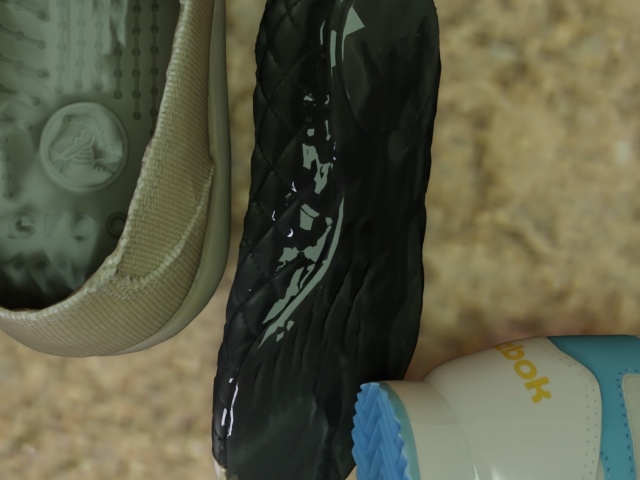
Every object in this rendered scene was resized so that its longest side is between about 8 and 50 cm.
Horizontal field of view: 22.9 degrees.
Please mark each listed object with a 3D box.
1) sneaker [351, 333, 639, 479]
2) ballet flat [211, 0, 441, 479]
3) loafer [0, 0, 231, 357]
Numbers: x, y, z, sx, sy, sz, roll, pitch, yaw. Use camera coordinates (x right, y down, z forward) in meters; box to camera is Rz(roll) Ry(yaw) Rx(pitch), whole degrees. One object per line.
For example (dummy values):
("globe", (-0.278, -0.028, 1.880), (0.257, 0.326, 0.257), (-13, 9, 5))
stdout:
("sneaker", (0.079, 0.138, 0.449), (0.092, 0.087, 0.229), (-15, 105, -11))
("ballet flat", (0.000, 0.000, 0.455), (0.057, 0.049, 0.173), (4, 106, -28))
("loafer", (-0.068, -0.095, 0.408), (0.102, 0.092, 0.268), (-7, 99, 2))
